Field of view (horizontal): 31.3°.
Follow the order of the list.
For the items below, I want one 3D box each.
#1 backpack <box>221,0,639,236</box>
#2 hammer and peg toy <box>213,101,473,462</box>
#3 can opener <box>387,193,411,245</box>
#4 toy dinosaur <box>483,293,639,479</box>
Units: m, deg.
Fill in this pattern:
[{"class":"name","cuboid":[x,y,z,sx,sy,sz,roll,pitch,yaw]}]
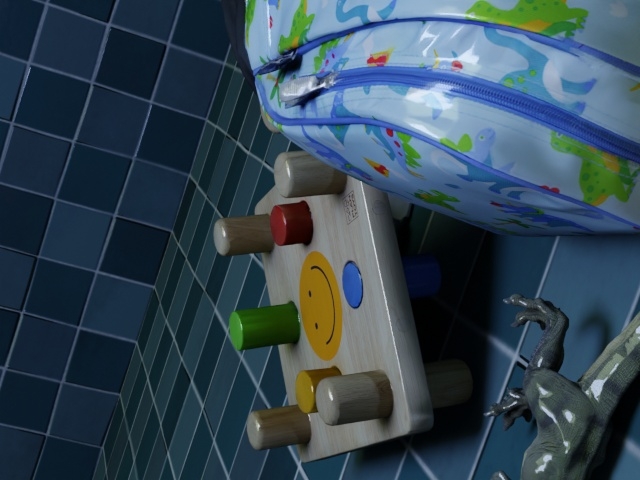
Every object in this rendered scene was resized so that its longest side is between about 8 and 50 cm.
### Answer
[{"class":"backpack","cuboid":[0.111,-0.119,0.709,0.355,0.290,0.273,-21,49,58]},{"class":"hammer and peg toy","cuboid":[0.000,0.000,0.980,0.266,0.127,0.361,144,118,-64]},{"class":"can opener","cuboid":[0.049,0.001,1.154,0.095,0.076,0.283,34,-111,-74]},{"class":"toy dinosaur","cuboid":[0.150,0.102,0.723,0.268,0.064,0.118,-66,25,16]}]
